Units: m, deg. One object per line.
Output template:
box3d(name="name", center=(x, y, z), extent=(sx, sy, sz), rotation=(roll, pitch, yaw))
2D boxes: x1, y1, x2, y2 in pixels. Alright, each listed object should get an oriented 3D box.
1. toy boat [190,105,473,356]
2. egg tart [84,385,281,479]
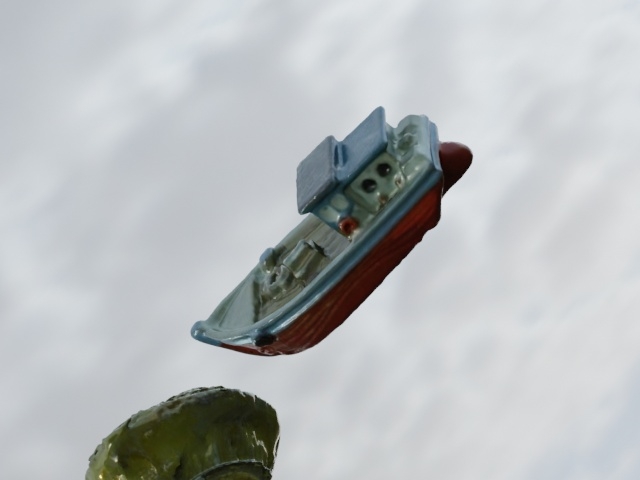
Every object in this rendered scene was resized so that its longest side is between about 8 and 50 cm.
box3d(name="toy boat", center=(0.000, 0.000, 1.007), extent=(0.173, 0.058, 0.069), rotation=(-46, 23, 24))
box3d(name="egg tart", center=(-0.107, 0.201, 1.686), extent=(0.197, 0.078, 0.197), rotation=(-26, -32, -18))
